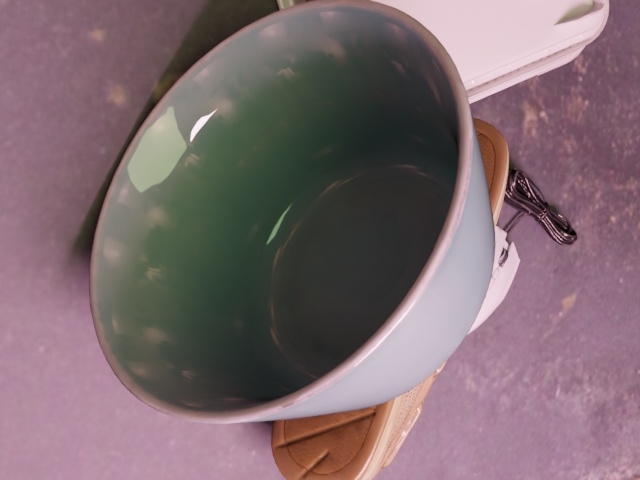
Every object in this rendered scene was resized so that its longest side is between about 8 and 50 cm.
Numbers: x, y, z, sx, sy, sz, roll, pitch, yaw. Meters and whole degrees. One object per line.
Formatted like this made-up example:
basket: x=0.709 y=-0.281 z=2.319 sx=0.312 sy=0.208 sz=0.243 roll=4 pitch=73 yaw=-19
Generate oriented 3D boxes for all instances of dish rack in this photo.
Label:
dish rack: x=0.117 y=-0.256 z=0.834 sx=0.333 sy=0.072 sz=0.286 roll=-25 pitch=108 yaw=-23

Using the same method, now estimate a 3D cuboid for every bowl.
bowl: x=0.000 y=0.000 z=0.700 sx=0.163 sy=0.311 sz=0.311 roll=36 pitch=78 yaw=-48

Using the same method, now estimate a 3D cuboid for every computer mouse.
computer mouse: x=0.161 y=0.026 z=0.905 sx=0.193 sy=0.042 sz=0.106 roll=-49 pitch=116 yaw=-15

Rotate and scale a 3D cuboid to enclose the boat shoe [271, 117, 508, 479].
boat shoe: x=0.065 y=0.055 z=0.830 sx=0.341 sy=0.121 sz=0.110 roll=-63 pitch=155 yaw=-5
